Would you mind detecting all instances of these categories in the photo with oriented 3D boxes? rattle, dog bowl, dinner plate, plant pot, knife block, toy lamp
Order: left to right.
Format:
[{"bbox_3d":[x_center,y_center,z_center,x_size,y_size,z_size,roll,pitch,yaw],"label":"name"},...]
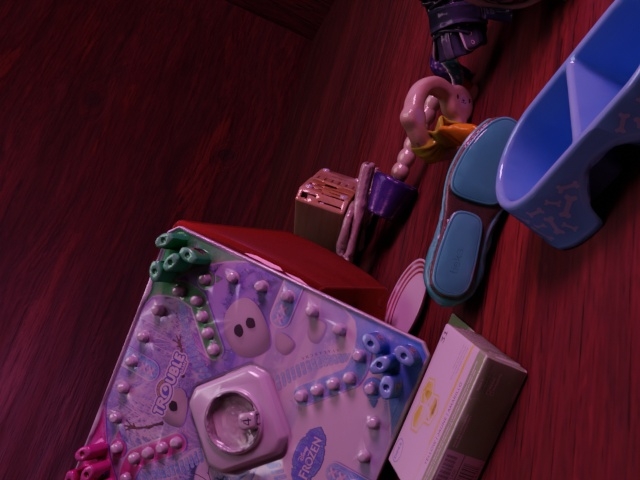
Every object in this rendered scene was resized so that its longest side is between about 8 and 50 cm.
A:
[{"bbox_3d":[-0.056,0.130,1.215,0.235,0.267,0.267,13,94,35],"label":"plant pot"},{"bbox_3d":[0.000,0.000,1.566,0.276,0.088,0.242,-52,-22,-72],"label":"knife block"},{"bbox_3d":[0.122,0.093,1.204,0.141,0.017,0.141,-158,90,-77],"label":"dinner plate"},{"bbox_3d":[0.156,-0.163,1.384,0.275,0.080,0.080,-65,12,8],"label":"toy lamp"},{"bbox_3d":[0.213,-0.206,1.231,0.199,0.130,0.142,-44,8,-35],"label":"rattle"},{"bbox_3d":[0.267,-0.120,0.807,0.297,0.074,0.166,123,164,-45],"label":"dog bowl"}]

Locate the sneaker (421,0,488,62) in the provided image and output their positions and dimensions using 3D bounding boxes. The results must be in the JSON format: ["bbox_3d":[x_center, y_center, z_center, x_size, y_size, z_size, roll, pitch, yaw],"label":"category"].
[{"bbox_3d":[0.163,-0.347,1.227,0.086,0.226,0.163,-3,87,49],"label":"sneaker"}]

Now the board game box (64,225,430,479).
[{"bbox_3d":[-0.111,0.229,1.074,0.390,0.390,0.050,-68,-20,6],"label":"board game box"}]

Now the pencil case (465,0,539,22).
[{"bbox_3d":[0.274,-0.487,1.205,0.160,0.183,0.410,-44,23,44],"label":"pencil case"}]

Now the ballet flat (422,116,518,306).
[{"bbox_3d":[0.180,-0.034,1.036,0.087,0.083,0.247,101,-170,-76],"label":"ballet flat"}]

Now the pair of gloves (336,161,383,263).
[{"bbox_3d":[0.072,-0.035,1.504,0.240,0.042,0.204,-2,-70,-84],"label":"pair of gloves"}]

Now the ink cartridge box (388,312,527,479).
[{"bbox_3d":[0.130,0.176,0.937,0.235,0.056,0.171,-136,68,-75],"label":"ink cartridge box"}]
